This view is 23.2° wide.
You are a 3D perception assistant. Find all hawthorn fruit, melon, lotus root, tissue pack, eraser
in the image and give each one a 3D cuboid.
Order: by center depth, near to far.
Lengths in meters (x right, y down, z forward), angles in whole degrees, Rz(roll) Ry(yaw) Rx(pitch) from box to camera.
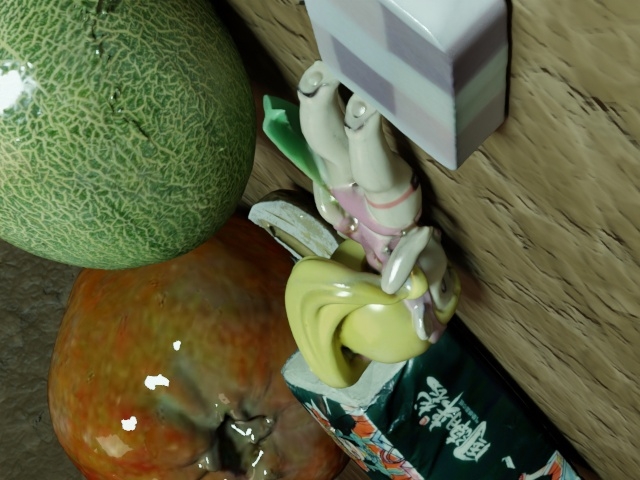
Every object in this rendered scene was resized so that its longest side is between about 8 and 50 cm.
[{"bbox_3d":[0.025,-0.064,0.476,0.065,0.026,0.105,43,171,15],"label":"eraser"},{"bbox_3d":[-0.104,-0.064,0.665,0.139,0.139,0.192,34,172,43],"label":"melon"},{"bbox_3d":[0.001,-0.002,0.850,0.083,0.030,0.037,41,-158,30],"label":"lotus root"},{"bbox_3d":[0.070,0.113,0.889,0.170,0.090,0.103,46,167,-25],"label":"tissue pack"},{"bbox_3d":[-0.087,0.076,1.048,0.210,0.210,0.262,47,177,-27],"label":"hawthorn fruit"}]

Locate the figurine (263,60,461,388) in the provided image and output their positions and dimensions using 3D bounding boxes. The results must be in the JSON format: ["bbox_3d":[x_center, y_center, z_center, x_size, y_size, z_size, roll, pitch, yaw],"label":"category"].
[{"bbox_3d":[0.015,-0.002,0.676,0.083,0.083,0.187,38,160,29],"label":"figurine"}]
